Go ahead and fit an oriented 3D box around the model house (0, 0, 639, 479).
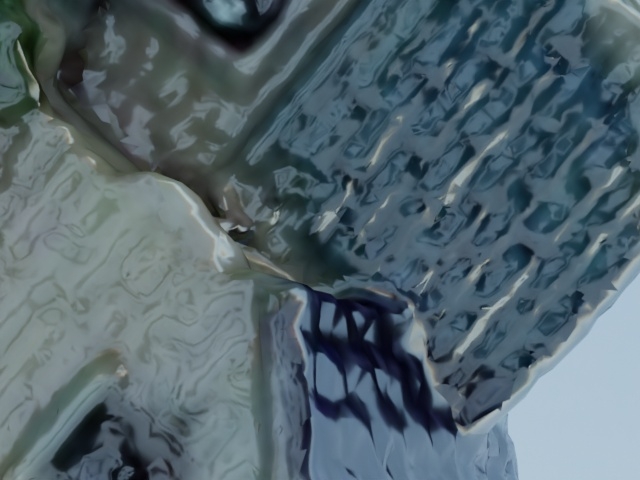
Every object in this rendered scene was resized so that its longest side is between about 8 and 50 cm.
[{"bbox_3d":[0.000,0.001,0.576,0.284,0.243,0.298,42,-81,18],"label":"model house"}]
